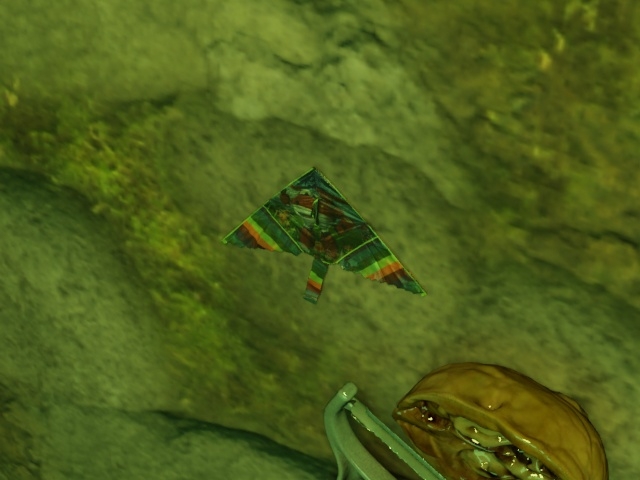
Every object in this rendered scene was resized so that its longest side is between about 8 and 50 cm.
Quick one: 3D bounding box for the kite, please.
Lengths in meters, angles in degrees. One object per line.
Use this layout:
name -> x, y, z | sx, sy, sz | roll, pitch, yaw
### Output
kite -> 0.000, 0.000, 0.809 | 0.122, 0.004, 0.090 | 19, 132, 19

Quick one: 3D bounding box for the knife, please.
knife -> 0.015, 0.182, 0.907 | 0.123, 0.053, 0.278 | 45, 142, 9

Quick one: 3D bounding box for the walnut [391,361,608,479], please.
walnut -> 0.098, 0.098, 0.789 | 0.121, 0.052, 0.091 | 25, 148, 30
